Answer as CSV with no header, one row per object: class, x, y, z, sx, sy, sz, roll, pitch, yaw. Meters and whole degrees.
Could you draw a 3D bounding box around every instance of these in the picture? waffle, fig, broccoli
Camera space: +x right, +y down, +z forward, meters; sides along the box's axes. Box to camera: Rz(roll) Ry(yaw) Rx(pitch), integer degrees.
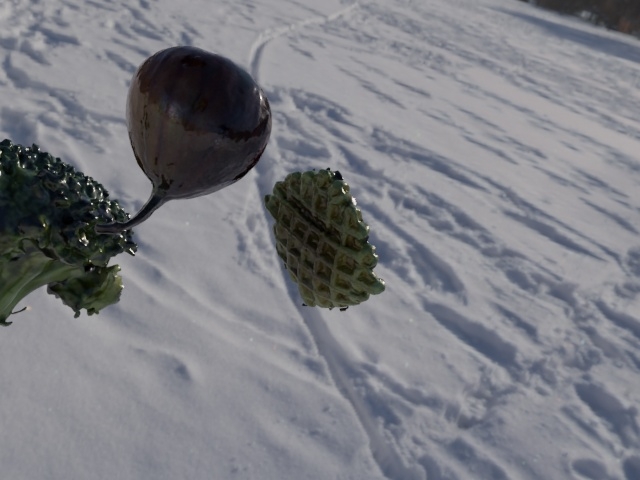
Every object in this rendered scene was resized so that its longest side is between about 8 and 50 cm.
waffle,0.000,0.000,1.047,0.054,0.207,0.214,-15,-5,-34
fig,-0.123,-0.105,0.758,0.148,0.149,0.202,17,55,-35
broccoli,-0.482,-0.008,1.183,0.348,0.280,0.293,19,-7,16
